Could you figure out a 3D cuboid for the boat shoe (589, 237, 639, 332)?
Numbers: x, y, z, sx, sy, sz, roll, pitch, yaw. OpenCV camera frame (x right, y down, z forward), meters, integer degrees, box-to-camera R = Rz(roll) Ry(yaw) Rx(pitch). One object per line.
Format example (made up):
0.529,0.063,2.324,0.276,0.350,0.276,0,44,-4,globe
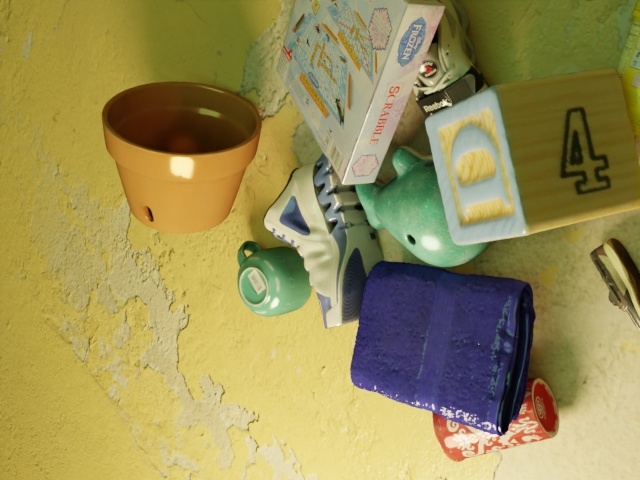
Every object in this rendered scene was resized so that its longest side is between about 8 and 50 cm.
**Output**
0.434,0.073,1.132,0.049,0.056,0.152,-36,65,41,boat shoe

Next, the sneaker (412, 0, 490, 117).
0.188,-0.236,1.219,0.122,0.146,0.331,-28,81,36,sneaker

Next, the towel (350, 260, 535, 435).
0.189,0.157,1.255,0.308,0.076,0.228,9,86,46,towel

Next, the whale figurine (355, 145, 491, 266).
0.148,-0.043,1.267,0.272,0.141,0.216,8,130,48,whale figurine

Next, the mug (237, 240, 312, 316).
-0.106,0.077,1.523,0.157,0.097,0.130,12,104,36,mug

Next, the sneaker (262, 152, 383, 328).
0.000,-0.001,1.425,0.182,0.127,0.316,-11,83,42,sneaker

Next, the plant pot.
-0.263,-0.149,1.518,0.291,0.291,0.204,32,131,30,plant pot

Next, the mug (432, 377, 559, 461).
0.269,0.262,1.248,0.169,0.113,0.150,-21,94,35,mug

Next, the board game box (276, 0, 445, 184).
0.044,-0.311,1.256,0.319,0.065,0.318,63,146,37,board game box

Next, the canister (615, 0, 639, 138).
0.453,-0.221,1.057,0.126,0.073,0.170,28,114,32,canister

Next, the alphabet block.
0.287,-0.110,1.084,0.192,0.197,0.194,171,87,-69,alphabet block
